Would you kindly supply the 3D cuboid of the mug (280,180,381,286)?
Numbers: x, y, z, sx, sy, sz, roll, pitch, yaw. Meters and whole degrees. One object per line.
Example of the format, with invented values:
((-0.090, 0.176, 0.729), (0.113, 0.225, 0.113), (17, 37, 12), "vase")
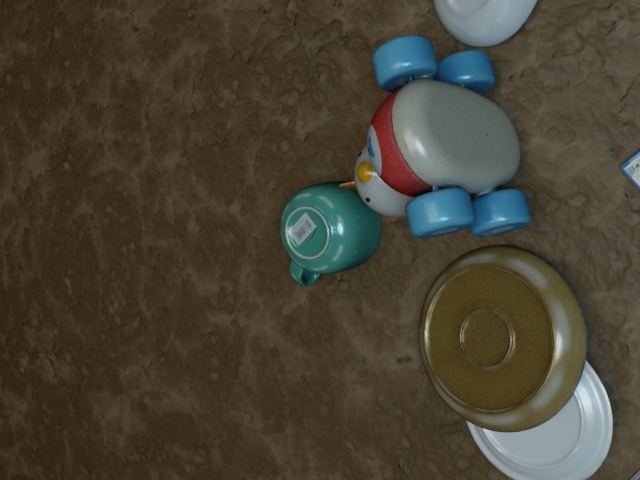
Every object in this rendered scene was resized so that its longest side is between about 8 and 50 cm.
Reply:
((0.007, -0.003, 1.009), (0.130, 0.097, 0.157), (5, 100, 33), "mug")

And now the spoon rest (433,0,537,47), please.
((0.232, -0.349, 0.826), (0.137, 0.084, 0.276), (53, 135, 17), "spoon rest")

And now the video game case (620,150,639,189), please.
((0.430, -0.090, 0.763), (0.166, 0.015, 0.119), (-46, 72, 31), "video game case")

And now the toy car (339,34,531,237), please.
((0.101, -0.093, 0.884), (0.238, 0.210, 0.219), (-24, 74, 47), "toy car")

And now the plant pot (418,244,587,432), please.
((0.214, 0.123, 0.895), (0.236, 0.032, 0.236), (-5, 83, 45), "plant pot")

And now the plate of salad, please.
((0.272, 0.212, 0.899), (0.200, 0.048, 0.199), (4, 96, 42), "plate of salad")

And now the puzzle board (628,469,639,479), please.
((0.401, 0.337, 0.856), (0.096, 0.011, 0.128), (41, 117, 21), "puzzle board")
